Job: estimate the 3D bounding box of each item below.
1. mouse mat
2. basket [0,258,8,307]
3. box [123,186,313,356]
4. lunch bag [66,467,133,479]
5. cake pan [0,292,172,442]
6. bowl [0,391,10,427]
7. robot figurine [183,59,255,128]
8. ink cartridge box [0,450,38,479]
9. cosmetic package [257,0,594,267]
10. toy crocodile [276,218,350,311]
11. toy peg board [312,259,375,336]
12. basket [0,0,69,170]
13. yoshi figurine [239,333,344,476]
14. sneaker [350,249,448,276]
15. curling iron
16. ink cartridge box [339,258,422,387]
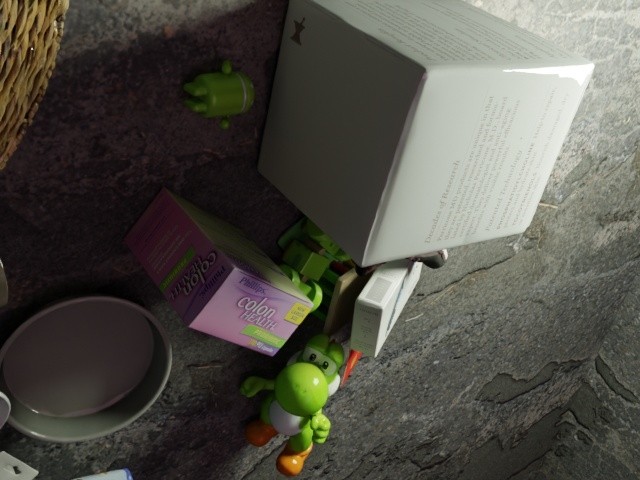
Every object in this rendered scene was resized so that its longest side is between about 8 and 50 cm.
[{"bbox_3d":[0.000,0.000,1.538,0.152,0.007,0.190,-42,142,-6],"label":"mouse mat"},{"bbox_3d":[-0.548,0.064,0.988,0.227,0.154,0.204,-19,157,-37],"label":"basket"},{"bbox_3d":[-0.169,0.054,1.244,0.117,0.243,0.213,-52,141,6],"label":"box"},{"bbox_3d":[-0.534,0.597,1.329,0.385,0.239,0.328,-28,161,7],"label":"lunch bag"},{"bbox_3d":[-0.401,0.210,1.273,0.293,0.054,0.293,-13,122,-23],"label":"cake pan"},{"bbox_3d":[-0.609,0.240,1.059,0.298,0.134,0.298,-30,160,-12],"label":"bowl"},{"bbox_3d":[-0.152,-0.226,1.161,0.115,0.067,0.101,-13,118,-35],"label":"robot figurine"},{"bbox_3d":[-0.609,0.428,1.303,0.198,0.067,0.115,-37,141,-9],"label":"ink cartridge box"},{"bbox_3d":[0.161,-0.202,1.257,0.393,0.329,0.327,-10,129,-35],"label":"cosmetic package"},{"bbox_3d":[-0.023,0.030,1.470,0.340,0.105,0.115,-53,141,1],"label":"toy crocodile"},{"bbox_3d":[0.049,0.097,1.619,0.160,0.079,0.161,-32,146,-43],"label":"toy peg board"},{"bbox_3d":[-0.461,-0.220,0.868,0.299,0.223,0.213,-60,172,16],"label":"basket"},{"bbox_3d":[-0.062,0.356,1.608,0.203,0.203,0.362,8,129,-19],"label":"yoshi figurine"},{"bbox_3d":[0.137,0.019,1.488,0.281,0.106,0.162,43,75,-41],"label":"sneaker"},{"bbox_3d":[-0.394,0.213,1.339,0.274,0.035,0.068,-51,141,4],"label":"curling iron"},{"bbox_3d":[0.141,0.150,1.638,0.296,0.066,0.261,-52,155,-49],"label":"ink cartridge box"}]
